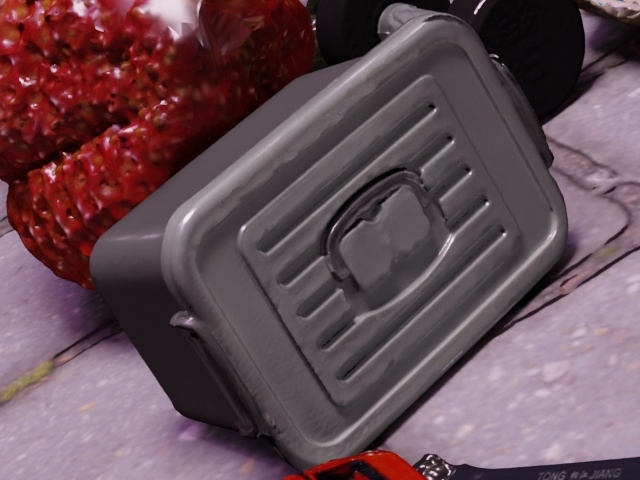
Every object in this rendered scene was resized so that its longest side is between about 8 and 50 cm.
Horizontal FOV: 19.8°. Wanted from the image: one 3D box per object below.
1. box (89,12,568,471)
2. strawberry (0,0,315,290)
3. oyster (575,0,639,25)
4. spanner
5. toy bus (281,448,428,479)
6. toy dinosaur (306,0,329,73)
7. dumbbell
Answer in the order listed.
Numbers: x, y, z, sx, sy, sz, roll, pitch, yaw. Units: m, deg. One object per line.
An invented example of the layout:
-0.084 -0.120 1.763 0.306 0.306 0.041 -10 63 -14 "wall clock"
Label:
0.000 0.000 0.991 0.243 0.163 0.135 -42 21 -27 "box"
-0.107 -0.106 1.160 0.238 0.250 0.288 -34 1 -25 "strawberry"
0.253 -0.182 1.174 0.214 0.083 0.223 -21 31 19 "oyster"
0.099 0.112 0.841 0.208 0.012 0.046 -8 32 32 "spanner"
0.036 0.158 0.741 0.089 0.081 0.195 -23 23 -16 "toy bus"
-0.024 -0.135 1.418 0.187 0.087 0.179 -15 -14 -12 "toy dinosaur"
0.083 -0.137 1.223 0.100 0.100 0.191 -35 27 -18 "dumbbell"
